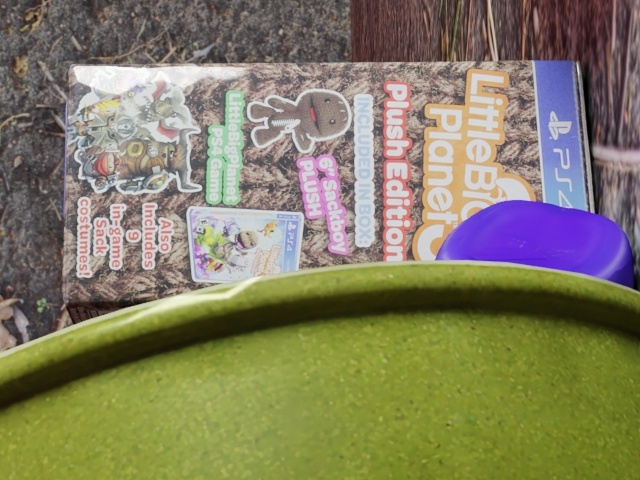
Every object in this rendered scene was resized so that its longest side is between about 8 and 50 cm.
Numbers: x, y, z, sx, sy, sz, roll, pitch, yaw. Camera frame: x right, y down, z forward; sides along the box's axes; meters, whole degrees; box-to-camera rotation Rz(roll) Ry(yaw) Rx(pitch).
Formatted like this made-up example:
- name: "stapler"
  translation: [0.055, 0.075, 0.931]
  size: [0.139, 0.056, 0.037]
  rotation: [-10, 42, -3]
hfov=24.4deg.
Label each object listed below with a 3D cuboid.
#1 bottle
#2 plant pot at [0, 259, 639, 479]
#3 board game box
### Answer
- name: "bottle"
  translation: [0.099, 0.125, 0.764]
  size: [0.118, 0.092, 0.283]
  rotation: [-40, -43, -54]
- name: "plant pot"
  translation: [0.016, 0.255, 0.462]
  size: [0.366, 0.366, 0.353]
  rotation: [94, 164, -55]
- name: "board game box"
  translation: [0.000, 0.000, 0.912]
  size: [0.232, 0.291, 0.141]
  rotation: [97, 172, -72]
